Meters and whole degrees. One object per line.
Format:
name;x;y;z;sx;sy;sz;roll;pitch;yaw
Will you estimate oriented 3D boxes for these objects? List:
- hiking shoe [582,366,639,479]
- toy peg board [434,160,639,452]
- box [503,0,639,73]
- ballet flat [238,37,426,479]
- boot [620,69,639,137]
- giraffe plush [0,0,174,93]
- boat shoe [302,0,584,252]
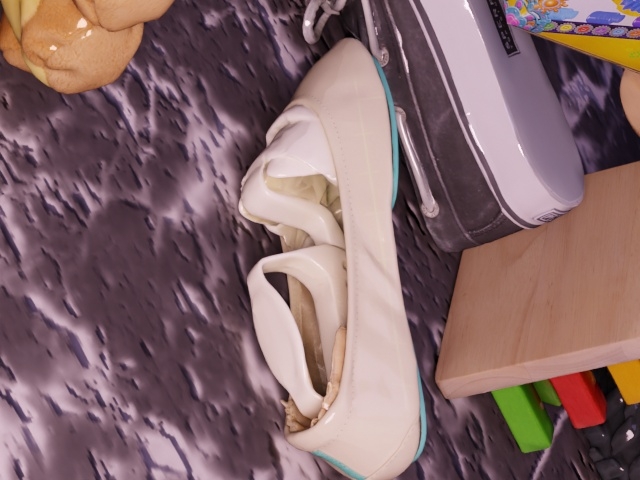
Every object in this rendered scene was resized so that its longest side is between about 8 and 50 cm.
hiking shoe;0.245;0.072;1.221;0.132;0.113;0.304;45;35;-21
toy peg board;0.163;0.038;1.108;0.079;0.160;0.161;60;29;-31
box;0.241;-0.284;1.114;0.177;0.279;0.290;14;59;-39
ballet flat;0.000;0.000;0.982;0.086;0.086;0.248;23;48;-44
boot;0.339;-0.049;1.297;0.295;0.104;0.211;22;4;9
giraffe plush;-0.151;-0.182;0.857;0.170;0.181;0.210;14;62;-22
boat shoe;0.049;-0.143;1.132;0.113;0.105;0.306;-28;95;-62
